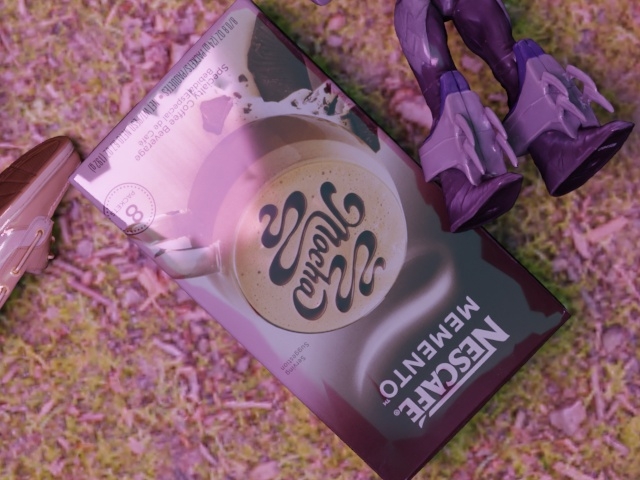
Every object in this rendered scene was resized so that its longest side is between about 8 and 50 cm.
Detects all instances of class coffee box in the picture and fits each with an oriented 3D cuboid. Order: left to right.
[{"bbox_3d":[0.000,0.000,1.229,0.297,0.119,0.168,43,92,-4],"label":"coffee box"}]

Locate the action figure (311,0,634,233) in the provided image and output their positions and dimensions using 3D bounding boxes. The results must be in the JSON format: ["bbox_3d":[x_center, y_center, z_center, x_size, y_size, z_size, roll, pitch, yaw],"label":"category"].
[{"bbox_3d":[0.079,-0.152,1.177,0.185,0.099,0.285,-20,70,-21],"label":"action figure"}]

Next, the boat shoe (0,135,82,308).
[{"bbox_3d":[-0.213,0.005,1.251,0.059,0.063,0.170,46,70,-27],"label":"boat shoe"}]
